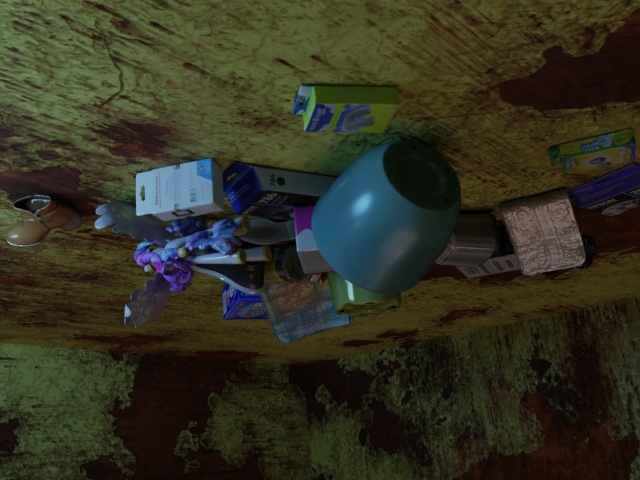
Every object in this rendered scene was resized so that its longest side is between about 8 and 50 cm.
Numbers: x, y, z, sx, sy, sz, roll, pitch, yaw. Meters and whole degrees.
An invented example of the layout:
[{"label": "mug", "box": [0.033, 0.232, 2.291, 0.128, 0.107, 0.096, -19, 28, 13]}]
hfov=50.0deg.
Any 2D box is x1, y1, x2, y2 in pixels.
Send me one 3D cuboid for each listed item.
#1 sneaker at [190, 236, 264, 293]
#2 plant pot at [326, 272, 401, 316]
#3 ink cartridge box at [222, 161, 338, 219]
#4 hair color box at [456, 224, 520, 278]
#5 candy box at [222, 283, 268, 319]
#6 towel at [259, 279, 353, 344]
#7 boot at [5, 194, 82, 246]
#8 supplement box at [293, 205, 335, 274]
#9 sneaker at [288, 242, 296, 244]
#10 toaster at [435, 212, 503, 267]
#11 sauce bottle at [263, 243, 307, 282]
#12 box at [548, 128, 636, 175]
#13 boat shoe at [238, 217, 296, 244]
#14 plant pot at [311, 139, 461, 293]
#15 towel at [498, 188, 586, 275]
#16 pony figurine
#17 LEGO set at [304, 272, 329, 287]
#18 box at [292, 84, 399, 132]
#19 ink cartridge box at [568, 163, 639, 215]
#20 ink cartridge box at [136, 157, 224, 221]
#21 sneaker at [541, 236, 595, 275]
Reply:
[{"label": "sneaker", "box": [-0.272, 0.024, 1.890, 0.296, 0.146, 0.104, 23, -154, 17]}, {"label": "plant pot", "box": [0.119, 0.070, 1.890, 0.276, 0.253, 0.276, -5, 162, -2]}, {"label": "ink cartridge box", "box": [-0.081, -0.105, 1.614, 0.333, 0.065, 0.165, 6, 160, -28]}, {"label": "hair color box", "box": [0.591, 0.019, 2.090, 0.347, 0.105, 0.174, -13, 157, 23]}, {"label": "candy box", "box": [-0.160, 0.190, 2.391, 0.317, 0.122, 0.268, 3, 158, -19]}, {"label": "towel", "box": [-0.049, 0.193, 2.247, 0.271, 0.040, 0.370, -17, 135, -1]}, {"label": "boot", "box": [-0.679, -0.052, 1.610, 0.197, 0.073, 0.152, -19, 162, 3]}, {"label": "supplement box", "box": [0.000, 0.000, 1.679, 0.114, 0.111, 0.220, -6, 163, 3]}, {"label": "sneaker", "box": [-0.047, 0.024, 1.985, 0.067, 0.078, 0.188, -8, 159, 12]}, {"label": "toaster", "box": [0.407, -0.002, 1.948, 0.146, 0.129, 0.227, 1, 161, -10]}, {"label": "sauce bottle", "box": [-0.170, 0.069, 1.984, 0.111, 0.111, 0.344, 10, 172, -39]}, {"label": "box", "box": [0.612, -0.195, 1.552, 0.179, 0.043, 0.105, -10, 161, 20]}, {"label": "boat shoe", "box": [-0.127, -0.016, 1.851, 0.206, 0.075, 0.065, -4, 159, -17]}, {"label": "plant pot", "box": [0.158, -0.069, 1.457, 0.293, 0.293, 0.235, 4, 146, -25]}, {"label": "towel", "box": [0.619, -0.014, 1.899, 0.187, 0.049, 0.282, -14, 129, 23]}, {"label": "pony figurine", "box": [-0.342, 0.035, 1.670, 0.364, 0.302, 0.351, -10, 179, 15]}, {"label": "LEGO set", "box": [0.077, 0.074, 2.102, 0.287, 0.107, 0.132, -16, 136, -9]}, {"label": "box", "box": [0.044, -0.241, 1.264, 0.178, 0.042, 0.109, -2, 161, -12]}, {"label": "ink cartridge box", "box": [0.790, -0.128, 1.799, 0.208, 0.045, 0.206, 9, 158, -33]}, {"label": "ink cartridge box", "box": [-0.304, -0.106, 1.486, 0.180, 0.104, 0.060, -9, 162, 14]}, {"label": "sneaker", "box": [0.777, 0.037, 2.245, 0.283, 0.110, 0.122, -6, -166, -27]}]
